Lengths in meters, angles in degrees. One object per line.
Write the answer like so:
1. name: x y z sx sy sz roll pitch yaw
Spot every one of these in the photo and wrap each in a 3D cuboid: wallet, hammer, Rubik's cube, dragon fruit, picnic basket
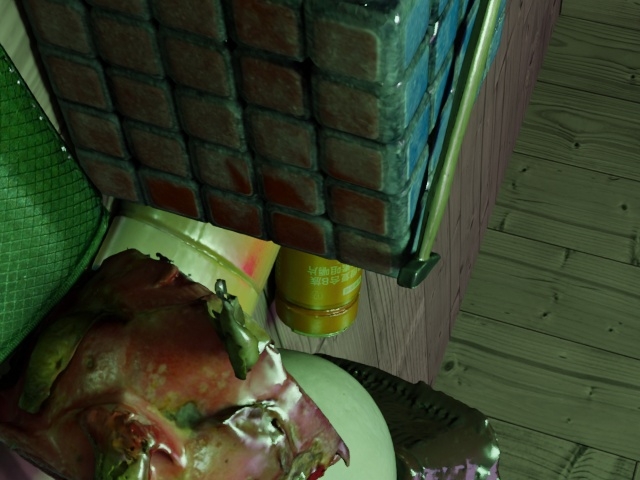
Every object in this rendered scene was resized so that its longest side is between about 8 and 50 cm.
1. wallet: -0.192 -0.013 0.535 0.160 0.055 0.236 -56 157 -18
2. hammer: 0.080 -0.070 0.649 0.062 0.013 0.199 -30 136 -67
3. Rubik's cube: -0.016 -0.154 0.692 0.237 0.238 0.237 88 25 -54
4. dragon fruit: -0.101 0.109 0.667 0.147 0.211 0.282 -49 177 -15
5. picnic basket: 0.033 0.249 1.208 0.129 0.297 0.222 6 100 -53

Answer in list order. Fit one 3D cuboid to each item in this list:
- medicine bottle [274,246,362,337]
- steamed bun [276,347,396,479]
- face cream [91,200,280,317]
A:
1. medicine bottle: 0.000 0.000 1.186 0.096 0.096 0.192 -57 157 -50
2. steamed bun: -0.049 0.256 0.994 0.324 0.206 0.324 -47 145 -48
3. face cream: -0.074 -0.047 0.861 0.139 0.067 0.285 35 66 -35
